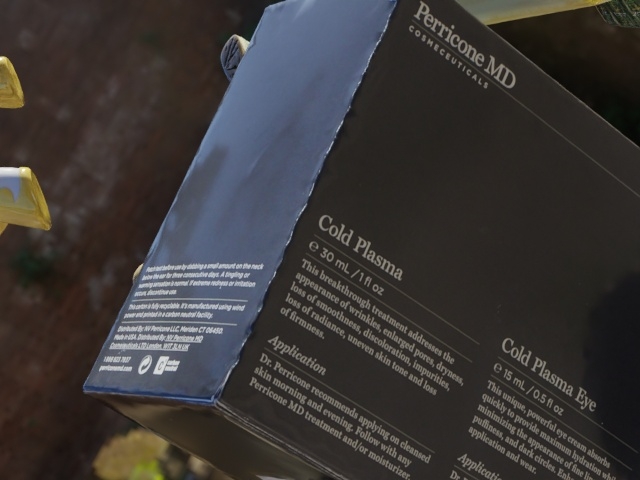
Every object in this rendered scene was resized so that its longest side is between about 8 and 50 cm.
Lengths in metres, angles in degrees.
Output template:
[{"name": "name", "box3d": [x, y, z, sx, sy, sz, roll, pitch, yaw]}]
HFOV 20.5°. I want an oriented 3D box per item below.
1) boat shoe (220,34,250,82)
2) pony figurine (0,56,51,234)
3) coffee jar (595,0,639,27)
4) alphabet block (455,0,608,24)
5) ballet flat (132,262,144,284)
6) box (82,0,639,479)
[{"name": "boat shoe", "box3d": [-0.069, -0.165, 1.885, 0.050, 0.045, 0.135, -46, 42, 35]}, {"name": "pony figurine", "box3d": [-0.428, -0.090, 1.415, 0.363, 0.351, 0.303, -19, -7, 1]}, {"name": "coffee jar", "box3d": [0.326, -0.326, 1.995, 0.096, 0.184, 0.079, 11, 63, 46]}, {"name": "alphabet block", "box3d": [0.213, -0.309, 1.621, 0.192, 0.193, 0.197, -22, 12, -39]}, {"name": "ballet flat", "box3d": [-0.124, 0.116, 1.939, 0.080, 0.232, 0.073, -36, -1, -9]}, {"name": "box", "box3d": [0.072, 0.046, 1.210, 0.179, 0.343, 0.312, -3, 57, 56]}]
